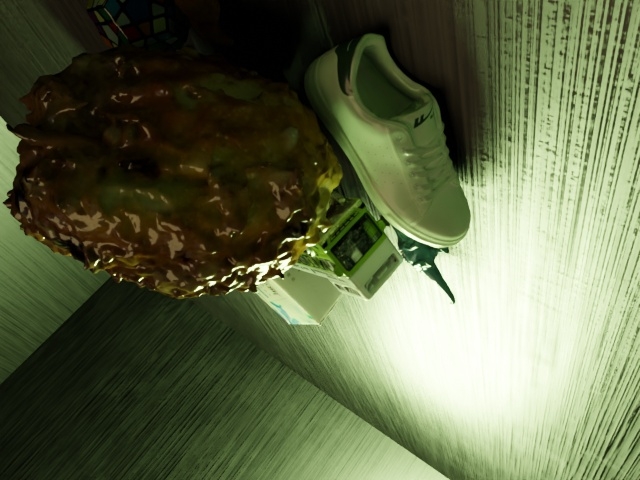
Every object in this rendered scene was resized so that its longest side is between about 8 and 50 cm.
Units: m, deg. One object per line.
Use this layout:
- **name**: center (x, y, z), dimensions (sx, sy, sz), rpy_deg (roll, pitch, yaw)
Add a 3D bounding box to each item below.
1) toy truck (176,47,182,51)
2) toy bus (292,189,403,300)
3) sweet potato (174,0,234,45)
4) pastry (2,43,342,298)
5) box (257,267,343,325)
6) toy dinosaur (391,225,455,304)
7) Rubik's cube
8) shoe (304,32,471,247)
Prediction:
- **toy truck**: center (-0.237, -0.268, 0.828), dimensions (0.111, 0.076, 0.077), rpy_deg (37, 179, 11)
- **toy bus**: center (0.000, 0.000, 0.869), dimensions (0.139, 0.113, 0.301), rpy_deg (49, 165, -20)
- **sweet potato**: center (-0.150, -0.291, 0.614), dimensions (0.055, 0.058, 0.202), rpy_deg (16, 169, 9)
- **pastry**: center (-0.184, -0.087, 0.642), dimensions (0.337, 0.292, 0.405), rpy_deg (7, -161, -27)
- **box**: center (-0.099, 0.056, 1.157), dimensions (0.274, 0.116, 0.203), rpy_deg (45, 158, -10)
- **toy dinosaur**: center (0.148, 0.019, 0.769), dimensions (0.197, 0.045, 0.080), rpy_deg (53, 166, -9)
- **Rubik's cube**: center (-0.234, -0.301, 0.689), dimensions (0.133, 0.133, 0.112), rpy_deg (51, -179, -26)
- **shoe**: center (0.091, -0.100, 0.562), dimensions (0.265, 0.095, 0.110), rpy_deg (48, 158, -11)
